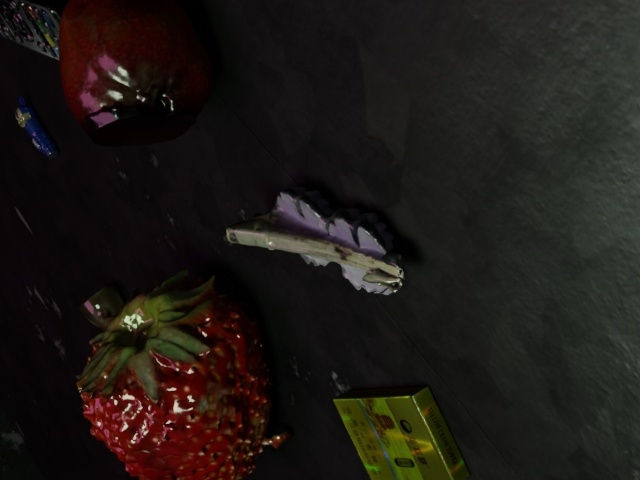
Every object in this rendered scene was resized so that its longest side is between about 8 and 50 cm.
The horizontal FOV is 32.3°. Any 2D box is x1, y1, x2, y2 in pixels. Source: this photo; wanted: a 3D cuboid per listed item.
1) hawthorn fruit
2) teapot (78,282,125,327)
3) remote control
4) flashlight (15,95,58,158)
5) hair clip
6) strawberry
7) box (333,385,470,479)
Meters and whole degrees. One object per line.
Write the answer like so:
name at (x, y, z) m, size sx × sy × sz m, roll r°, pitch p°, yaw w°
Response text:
hawthorn fruit at (-0.236, -0.229, 1.359) m, size 0.189 × 0.189 × 0.251 m, roll 102°, pitch 149°, yaw -49°
teapot at (-0.385, 0.124, 1.992) m, size 0.068 × 0.076 × 0.121 m, roll 54°, pitch 178°, yaw -3°
remote control at (-0.454, -0.349, 1.686) m, size 0.399 × 0.062 × 0.144 m, roll 26°, pitch 154°, yaw 44°
flashlight at (-0.504, -0.194, 1.944) m, size 0.121 × 0.035 × 0.057 m, roll 55°, pitch 149°, yaw 13°
hair clip at (0.000, 0.000, 1.272) m, size 0.292 × 0.084 × 0.106 m, roll 17°, pitch 124°, yaw 45°
strawberry at (-0.177, 0.225, 1.602) m, size 0.292 × 0.292 × 0.343 m, roll 18°, pitch 153°, yaw 51°
box at (0.096, 0.241, 1.366) m, size 0.193 × 0.030 × 0.121 m, roll -18°, pitch 99°, yaw 61°
